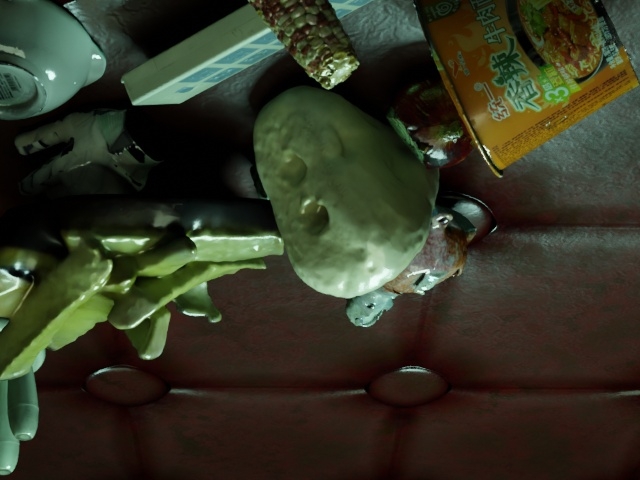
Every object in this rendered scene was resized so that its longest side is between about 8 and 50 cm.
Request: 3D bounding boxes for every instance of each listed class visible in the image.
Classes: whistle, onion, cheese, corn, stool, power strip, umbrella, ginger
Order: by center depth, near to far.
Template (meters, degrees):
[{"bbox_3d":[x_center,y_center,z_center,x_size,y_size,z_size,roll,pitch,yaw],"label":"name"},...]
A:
[{"bbox_3d":[-0.042,-0.264,1.243,0.079,0.079,0.237,-38,87,40],"label":"corn"},{"bbox_3d":[-0.075,-0.234,1.370,0.367,0.043,0.106,-23,175,29],"label":"power strip"},{"bbox_3d":[0.145,-0.149,1.484,0.119,0.118,0.117,-17,126,22],"label":"onion"},{"bbox_3d":[0.022,-0.055,1.509,0.174,0.247,0.251,-30,130,33],"label":"cheese"},{"bbox_3d":[-0.255,0.069,1.601,0.413,0.211,0.358,-3,172,-10],"label":"ginger"},{"bbox_3d":[-0.059,-0.069,1.640,0.067,0.062,0.143,23,151,20],"label":"umbrella"},{"bbox_3d":[0.114,0.038,1.742,0.142,0.133,0.346,-30,166,-29],"label":"whistle"},{"bbox_3d":[-0.551,0.248,1.954,0.195,0.198,0.195,13,144,-21],"label":"stool"}]

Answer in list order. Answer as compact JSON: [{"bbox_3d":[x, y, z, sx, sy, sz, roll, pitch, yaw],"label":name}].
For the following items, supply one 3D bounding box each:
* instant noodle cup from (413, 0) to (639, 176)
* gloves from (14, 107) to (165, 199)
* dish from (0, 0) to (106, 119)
[{"bbox_3d":[0.228,-0.208,1.320,0.182,0.230,0.230,-24,140,16],"label":"instant noodle cup"},{"bbox_3d":[-0.308,-0.093,1.557,0.212,0.111,0.127,-29,142,22],"label":"gloves"},{"bbox_3d":[-0.365,-0.210,1.407,0.224,0.078,0.246,6,144,-8],"label":"dish"}]
